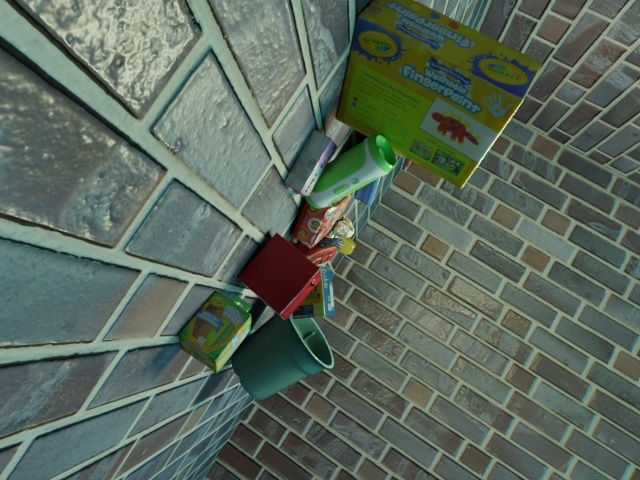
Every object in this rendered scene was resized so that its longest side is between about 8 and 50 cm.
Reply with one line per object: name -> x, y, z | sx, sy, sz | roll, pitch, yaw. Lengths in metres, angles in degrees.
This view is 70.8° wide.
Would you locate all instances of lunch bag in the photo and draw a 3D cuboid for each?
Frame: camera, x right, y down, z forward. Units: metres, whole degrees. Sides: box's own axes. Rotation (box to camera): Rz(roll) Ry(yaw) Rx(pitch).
lunch bag -> 0.013, -0.105, 1.735 | 0.293, 0.120, 0.258 | -48, 166, -49

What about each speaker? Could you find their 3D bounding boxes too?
speaker -> 0.083, -0.208, 1.392 | 0.296, 0.131, 0.131 | -27, -170, 34

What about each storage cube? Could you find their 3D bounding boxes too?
storage cube -> -0.131, 0.123, 1.484 | 0.193, 0.215, 0.184 | -49, 170, -11

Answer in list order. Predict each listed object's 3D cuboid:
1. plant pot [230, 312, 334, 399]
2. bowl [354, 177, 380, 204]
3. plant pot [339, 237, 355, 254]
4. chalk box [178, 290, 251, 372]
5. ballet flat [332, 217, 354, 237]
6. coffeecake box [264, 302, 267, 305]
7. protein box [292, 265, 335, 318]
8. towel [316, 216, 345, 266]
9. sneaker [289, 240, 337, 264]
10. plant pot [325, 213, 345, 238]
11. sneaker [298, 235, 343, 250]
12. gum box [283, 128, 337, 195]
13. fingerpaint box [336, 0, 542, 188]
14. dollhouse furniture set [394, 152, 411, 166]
plant pot -> -0.174, 0.477, 1.910 | 0.334, 0.341, 0.341 | -35, 173, 8
bowl -> 0.214, -0.338, 1.818 | 0.391, 0.077, 0.392 | 14, 90, -88
plant pot -> 0.141, 0.031, 2.435 | 0.082, 0.083, 0.081 | -60, 173, 20
chalk box -> -0.286, 0.247, 1.304 | 0.213, 0.132, 0.132 | -53, 170, -31
ballet flat -> 0.102, -0.043, 1.899 | 0.091, 0.077, 0.241 | -59, 174, 13
coffeecake box -> -0.158, 0.196, 1.978 | 0.185, 0.068, 0.142 | -49, 166, -44
protein box -> -0.030, 0.217, 1.865 | 0.200, 0.135, 0.201 | 30, 54, -73
towel -> 0.014, 0.042, 2.317 | 0.375, 0.090, 0.320 | -57, 173, -7
sneaker -> -0.051, 0.036, 1.765 | 0.221, 0.128, 0.087 | -18, 148, -29
plant pot -> 0.030, -0.081, 1.963 | 0.109, 0.096, 0.109 | -63, 168, 27
sneaker -> 0.000, 0.000, 1.884 | 0.083, 0.221, 0.087 | 44, 56, -44
gum box -> -0.030, -0.221, 1.327 | 0.188, 0.062, 0.107 | -59, 170, 6
fingerpaint box -> 0.295, -0.405, 1.246 | 0.163, 0.444, 0.371 | -54, 169, -26
dollhouse furniture set -> 0.405, -0.538, 2.159 | 0.374, 0.201, 0.152 | -58, 172, -44
